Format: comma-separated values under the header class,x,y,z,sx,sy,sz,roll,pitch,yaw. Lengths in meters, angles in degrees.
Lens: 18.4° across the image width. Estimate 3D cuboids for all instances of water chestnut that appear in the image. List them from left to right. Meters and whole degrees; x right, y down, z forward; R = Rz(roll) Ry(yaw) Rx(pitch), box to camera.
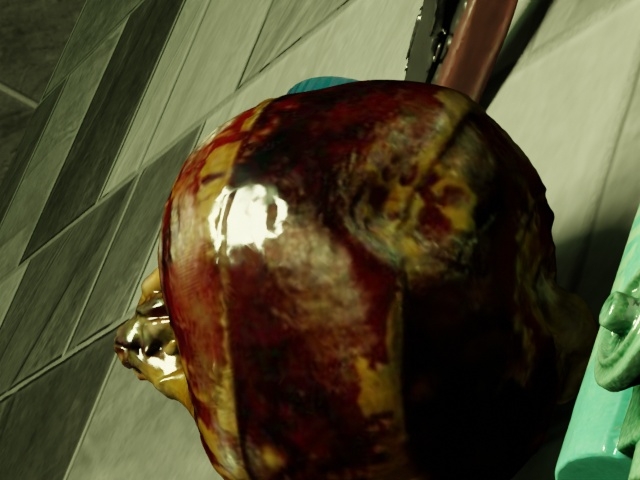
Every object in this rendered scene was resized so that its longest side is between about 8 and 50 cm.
class,x,y,z,sx,sy,sz,roll,pitch,yaw
water chestnut,0.010,0.030,0.970,0.238,0.223,0.223,-6,49,29

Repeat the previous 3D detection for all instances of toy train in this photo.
class,x,y,z,sx,sy,sz,roll,pitch,yaw
toy train,0.163,0.008,0.806,0.159,0.101,0.248,125,169,-65

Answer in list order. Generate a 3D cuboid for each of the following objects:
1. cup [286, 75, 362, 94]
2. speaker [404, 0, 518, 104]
class,x,y,z,sx,sy,sz,roll,pitch,yaw
cup,0.000,0.000,1.238,0.176,0.131,0.155,96,-165,-62
speaker,0.080,-0.229,1.268,0.259,0.198,0.329,-44,29,10
